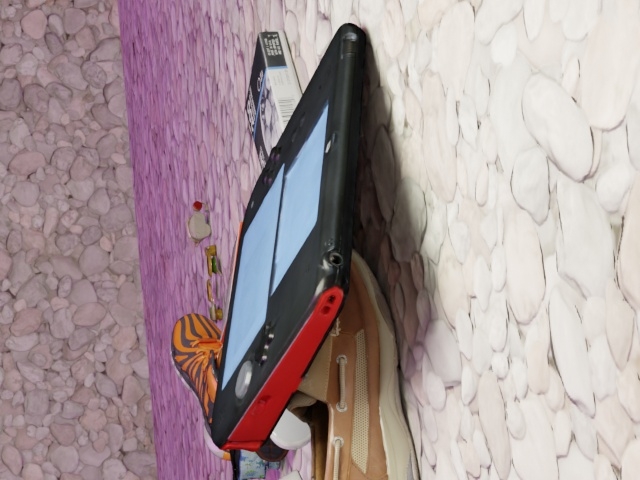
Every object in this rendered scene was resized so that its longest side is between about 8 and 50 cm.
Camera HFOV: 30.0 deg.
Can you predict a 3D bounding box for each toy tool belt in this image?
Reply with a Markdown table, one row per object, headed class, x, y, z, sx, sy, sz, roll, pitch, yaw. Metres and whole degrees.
| class | x | y | z | sx | sy | sz | roll | pitch | yaw |
| --- | --- | --- | --- | --- | --- | --- | --- | --- | --- |
| toy tool belt | -0.252 | -0.032 | 2.423 | 0.051 | 0.052 | 0.083 | 128 | 138 | -57 |

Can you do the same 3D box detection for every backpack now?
| class | x | y | z | sx | sy | sz | roll | pitch | yaw |
| --- | --- | --- | --- | --- | --- | --- | --- | --- | --- |
| backpack | -0.104 | 0.305 | 1.864 | 0.114 | 0.084 | 0.105 | 93 | 164 | -44 |

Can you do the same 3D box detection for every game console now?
| class | x | y | z | sx | sy | sz | roll | pitch | yaw |
| --- | --- | --- | --- | --- | --- | --- | --- | --- | --- |
| game console | -0.035 | 0.003 | 1.283 | 0.342 | 0.060 | 0.386 | 116 | 164 | -48 |

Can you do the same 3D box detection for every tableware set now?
| class | x | y | z | sx | sy | sz | roll | pitch | yaw |
| --- | --- | --- | --- | --- | --- | --- | --- | --- | --- |
| tableware set | -0.209 | 0.085 | 2.351 | 0.104 | 0.024 | 0.154 | 155 | 109 | -78 |

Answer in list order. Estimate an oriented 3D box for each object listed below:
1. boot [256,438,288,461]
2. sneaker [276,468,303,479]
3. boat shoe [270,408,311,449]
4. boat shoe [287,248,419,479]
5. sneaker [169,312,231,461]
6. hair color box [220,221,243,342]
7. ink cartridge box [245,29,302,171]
| class | x | y | z | sx | sy | sz | roll | pitch | yaw |
| --- | --- | --- | --- | --- | --- | --- | --- | --- | --- |
| boot | -0.066 | 0.215 | 1.767 | 0.106 | 0.082 | 0.219 | -77 | -11 | -62 |
| sneaker | -0.070 | 0.416 | 1.541 | 0.292 | 0.169 | 0.108 | -126 | 14 | -72 |
| boat shoe | -0.041 | 0.169 | 1.603 | 0.084 | 0.095 | 0.258 | 99 | 172 | -54 |
| boat shoe | 0.018 | 0.152 | 1.276 | 0.123 | 0.116 | 0.324 | 112 | 151 | -60 |
| sneaker | -0.168 | 0.207 | 2.067 | 0.321 | 0.125 | 0.180 | 59 | 147 | 40 |
| hair color box | -0.114 | 0.067 | 1.825 | 0.093 | 0.053 | 0.167 | 111 | 165 | -61 |
| ink cartridge box | -0.063 | -0.147 | 1.665 | 0.208 | 0.045 | 0.206 | 102 | 159 | -50 |
